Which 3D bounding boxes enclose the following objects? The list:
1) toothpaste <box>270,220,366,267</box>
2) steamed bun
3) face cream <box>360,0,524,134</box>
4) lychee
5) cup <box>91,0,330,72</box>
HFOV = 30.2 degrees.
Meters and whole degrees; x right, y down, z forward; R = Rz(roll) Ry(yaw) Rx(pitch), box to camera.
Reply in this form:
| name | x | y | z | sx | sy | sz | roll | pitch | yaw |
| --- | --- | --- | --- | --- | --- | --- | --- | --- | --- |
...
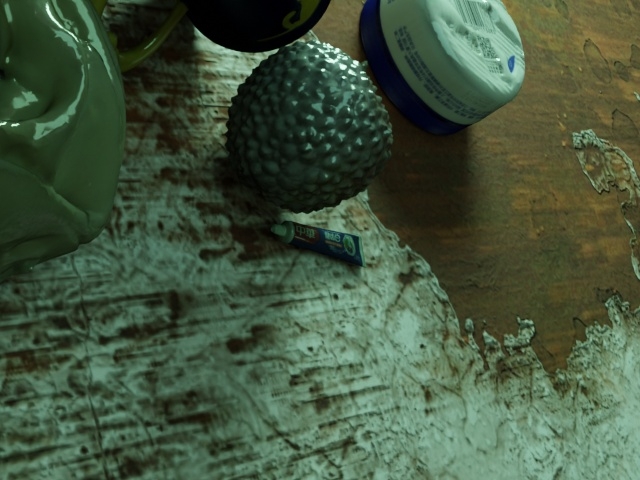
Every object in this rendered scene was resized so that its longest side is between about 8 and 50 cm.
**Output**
| name | x | y | z | sx | sy | sz | roll | pitch | yaw |
| --- | --- | --- | --- | --- | --- | --- | --- | --- | --- |
| toothpaste | 0.000 | 0.000 | 1.208 | 0.140 | 0.021 | 0.037 | 15 | 60 | -46 |
| steamed bun | -0.265 | -0.119 | 0.823 | 0.324 | 0.219 | 0.309 | 4 | 66 | -47 |
| face cream | 0.156 | -0.241 | 1.452 | 0.206 | 0.111 | 0.206 | 27 | 51 | -38 |
| lychee | -0.004 | -0.115 | 1.156 | 0.197 | 0.165 | 0.165 | -38 | 99 | -25 |
| cup | -0.120 | -0.275 | 1.095 | 0.256 | 0.255 | 0.178 | 58 | 9 | -73 |
